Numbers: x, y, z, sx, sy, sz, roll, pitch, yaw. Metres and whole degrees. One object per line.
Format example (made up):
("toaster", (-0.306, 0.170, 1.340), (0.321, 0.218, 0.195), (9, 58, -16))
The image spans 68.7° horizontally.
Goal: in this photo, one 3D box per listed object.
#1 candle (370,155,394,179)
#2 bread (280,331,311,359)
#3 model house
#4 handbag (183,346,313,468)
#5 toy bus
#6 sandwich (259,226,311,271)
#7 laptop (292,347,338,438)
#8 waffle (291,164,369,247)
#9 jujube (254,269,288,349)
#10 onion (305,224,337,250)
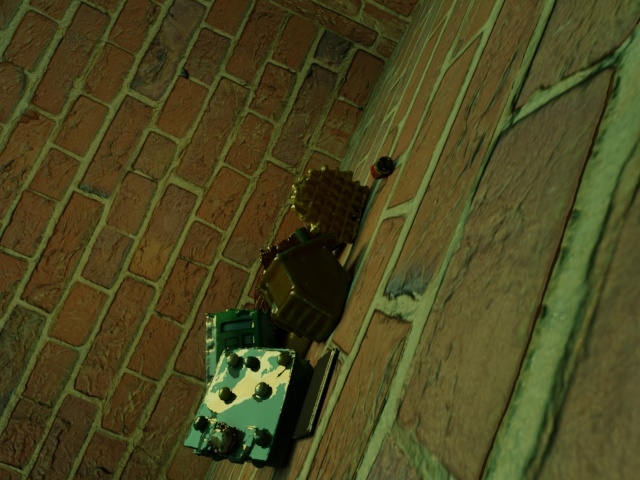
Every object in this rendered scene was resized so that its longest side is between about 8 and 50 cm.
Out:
("candle", (0.170, -0.202, 1.324), (0.131, 0.052, 0.051), (162, 132, -85))
("bread", (-0.055, 0.264, 1.394), (0.125, 0.068, 0.188), (-84, 18, -75))
("model house", (-0.033, 0.151, 1.210), (0.239, 0.174, 0.268), (61, 141, 26))
("handbag", (-0.170, 0.375, 1.100), (0.269, 0.100, 0.274), (-5, 45, 33))
("toy bus", (-0.221, 0.363, 1.356), (0.183, 0.200, 0.343), (67, -169, -58))
("sandwich", (-0.087, 0.083, 1.368), (0.079, 0.159, 0.234), (-113, 10, -79))
("laptop", (-0.011, 0.319, 0.975), (0.129, 0.016, 0.180), (122, 171, -59))
("waffle", (0.041, -0.107, 1.441), (0.310, 0.283, 0.065), (-15, -21, -34))
("jujube", (-0.110, 0.211, 1.539), (0.216, 0.217, 0.341), (-85, 11, -75))
("onion", (0.000, 0.000, 1.591), (0.248, 0.111, 0.250), (-36, -5, -33))
